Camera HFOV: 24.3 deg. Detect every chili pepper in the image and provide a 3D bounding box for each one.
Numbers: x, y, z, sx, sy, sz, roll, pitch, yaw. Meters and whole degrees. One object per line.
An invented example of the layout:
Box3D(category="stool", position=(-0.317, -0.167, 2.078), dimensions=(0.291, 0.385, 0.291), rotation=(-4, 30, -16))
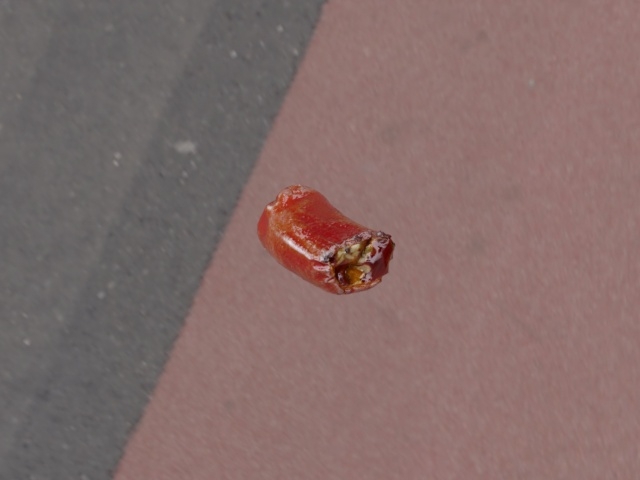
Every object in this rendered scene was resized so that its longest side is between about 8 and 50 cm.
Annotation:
Box3D(category="chili pepper", position=(0.000, 0.000, 1.219), dimensions=(0.073, 0.070, 0.123), rotation=(-46, 39, -7))
